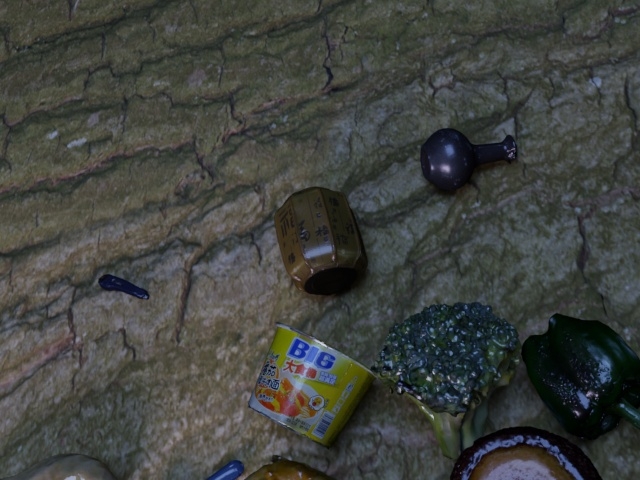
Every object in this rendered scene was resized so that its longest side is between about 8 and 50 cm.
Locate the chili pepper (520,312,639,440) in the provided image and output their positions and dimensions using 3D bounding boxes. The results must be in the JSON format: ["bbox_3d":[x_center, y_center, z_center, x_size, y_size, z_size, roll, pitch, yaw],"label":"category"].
[{"bbox_3d":[0.435,0.233,1.305,0.165,0.174,0.261,-35,52,-1],"label":"chili pepper"}]

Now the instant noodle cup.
[{"bbox_3d":[-0.018,0.250,1.421,0.205,0.205,0.153,20,77,25],"label":"instant noodle cup"}]

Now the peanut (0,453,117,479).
[{"bbox_3d":[-0.493,0.459,1.462,0.313,0.152,0.152,-23,57,9],"label":"peanut"}]

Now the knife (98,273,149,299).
[{"bbox_3d":[-0.399,0.096,1.713,0.121,0.018,0.031,18,60,23],"label":"knife"}]

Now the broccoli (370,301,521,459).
[{"bbox_3d":[0.220,0.225,1.344,0.247,0.246,0.288,-14,17,38],"label":"broccoli"}]

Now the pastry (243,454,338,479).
[{"bbox_3d":[-0.044,0.475,1.338,0.257,0.121,0.236,19,71,22],"label":"pastry"}]

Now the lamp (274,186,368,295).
[{"bbox_3d":[0.000,0.000,1.577,0.161,0.161,0.185,-20,60,4],"label":"lamp"}]

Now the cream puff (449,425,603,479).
[{"bbox_3d":[0.306,0.397,1.250,0.239,0.165,0.239,-6,64,12],"label":"cream puff"}]

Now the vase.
[{"bbox_3d":[0.288,-0.161,1.619,0.182,0.120,0.120,-8,58,-7],"label":"vase"}]

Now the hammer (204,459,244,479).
[{"bbox_3d":[-0.211,0.441,1.438,0.194,0.069,0.116,-34,56,-10],"label":"hammer"}]
